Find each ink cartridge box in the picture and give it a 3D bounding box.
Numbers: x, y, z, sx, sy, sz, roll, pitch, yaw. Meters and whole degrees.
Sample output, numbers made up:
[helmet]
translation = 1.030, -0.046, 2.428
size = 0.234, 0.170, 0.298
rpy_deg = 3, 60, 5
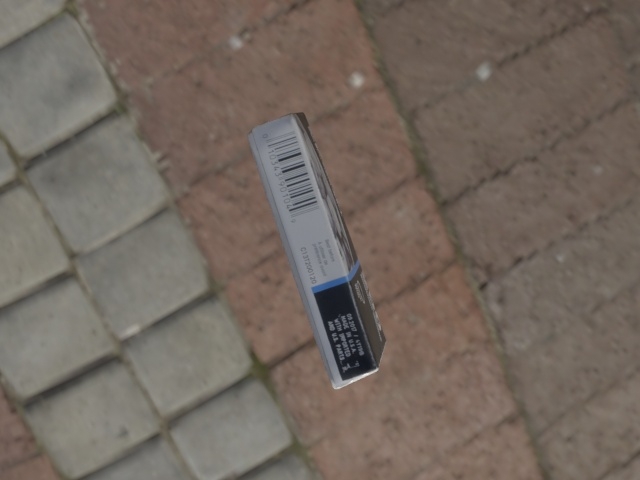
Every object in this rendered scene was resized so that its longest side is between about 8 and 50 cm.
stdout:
[ink cartridge box]
translation = 0.000, 0.000, 1.409
size = 0.045, 0.208, 0.206
rpy_deg = -19, 94, 4
